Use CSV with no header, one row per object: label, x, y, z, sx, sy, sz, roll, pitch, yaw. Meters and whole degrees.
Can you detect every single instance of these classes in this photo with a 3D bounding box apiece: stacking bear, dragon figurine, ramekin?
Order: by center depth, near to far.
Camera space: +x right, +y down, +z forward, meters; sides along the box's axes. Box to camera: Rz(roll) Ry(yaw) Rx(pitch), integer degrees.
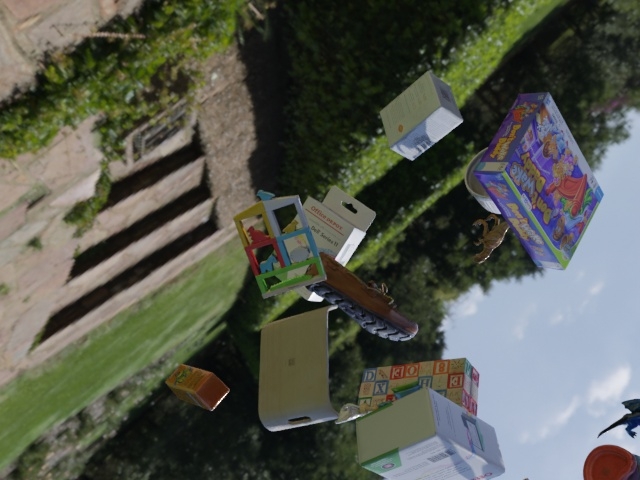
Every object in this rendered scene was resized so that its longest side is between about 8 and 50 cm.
ramekin,0.533,-0.174,1.985,0.207,0.207,0.109,-42,133,-1
stacking bear,0.928,0.710,1.993,0.175,0.289,0.164,-66,-162,2
dragon figurine,1.099,0.607,2.381,0.289,0.144,0.085,-11,-146,12

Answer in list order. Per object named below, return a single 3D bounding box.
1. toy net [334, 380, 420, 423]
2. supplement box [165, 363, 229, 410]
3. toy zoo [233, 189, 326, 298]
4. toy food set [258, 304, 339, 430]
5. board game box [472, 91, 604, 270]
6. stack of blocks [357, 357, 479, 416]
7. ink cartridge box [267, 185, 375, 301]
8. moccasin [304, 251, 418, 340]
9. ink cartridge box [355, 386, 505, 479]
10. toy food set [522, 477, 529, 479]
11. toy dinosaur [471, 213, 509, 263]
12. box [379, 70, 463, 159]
toy net,0.139,0.387,1.648,0.232,0.045,0.122,-21,169,17
supplement box,-0.347,0.406,1.908,0.078,0.080,0.233,-49,-159,-26
toy zoo,-0.118,-0.001,1.897,0.193,0.293,0.030,-18,-169,10
toy food set,-0.048,0.332,1.806,0.220,0.306,0.092,-19,147,30
board game box,0.503,-0.127,1.552,0.078,0.347,0.233,10,-119,50
stack of blocks,0.243,0.406,1.739,0.297,0.087,0.171,-13,-135,33
ink cartridge box,0.000,0.000,2.253,0.353,0.207,0.119,-58,156,6
moccasin,0.131,0.169,2.059,0.147,0.380,0.139,-58,178,-30
ink cartridge box,0.244,0.455,1.516,0.201,0.278,0.117,-33,-140,28
toy food set,0.553,0.675,1.691,0.039,0.192,0.132,-20,156,-15
toy dinosaur,0.471,-0.022,1.828,0.064,0.112,0.211,-8,147,-29
box,0.247,-0.308,1.702,0.091,0.130,0.170,22,135,-38
